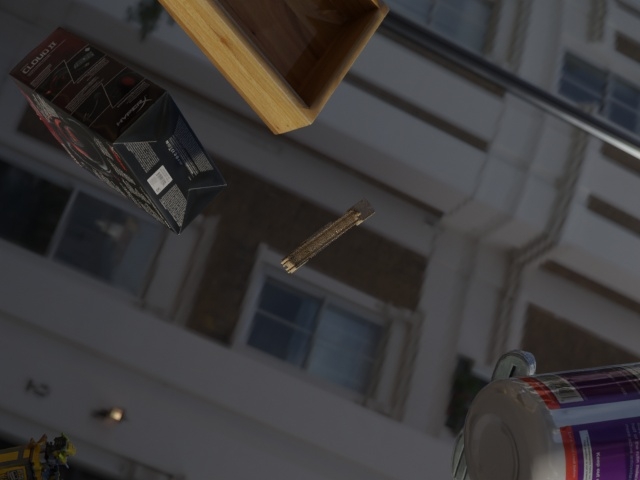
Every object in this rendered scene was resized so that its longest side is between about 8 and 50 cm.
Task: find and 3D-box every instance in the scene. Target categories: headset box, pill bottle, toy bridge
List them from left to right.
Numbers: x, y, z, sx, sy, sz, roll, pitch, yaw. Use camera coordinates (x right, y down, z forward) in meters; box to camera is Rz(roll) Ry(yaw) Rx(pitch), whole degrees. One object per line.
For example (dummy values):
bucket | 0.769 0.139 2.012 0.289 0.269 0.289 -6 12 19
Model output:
headset box | -0.299 -0.164 1.838 0.293 0.218 0.110 32 -108 37
toy bridge | 0.000 0.000 1.705 0.063 0.026 0.188 -36 180 -41
pill bottle | 0.350 0.245 1.567 0.181 0.323 0.181 177 -90 -65

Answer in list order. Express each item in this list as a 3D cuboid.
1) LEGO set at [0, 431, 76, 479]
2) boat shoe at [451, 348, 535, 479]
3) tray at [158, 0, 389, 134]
LEGO set | -0.259 0.373 1.424 0.331 0.192 0.255 -91 168 -56
boat shoe | 0.272 0.270 1.924 0.076 0.083 0.226 2 117 -62
tray | -0.111 -0.334 1.397 0.076 0.411 0.203 -12 -142 49
